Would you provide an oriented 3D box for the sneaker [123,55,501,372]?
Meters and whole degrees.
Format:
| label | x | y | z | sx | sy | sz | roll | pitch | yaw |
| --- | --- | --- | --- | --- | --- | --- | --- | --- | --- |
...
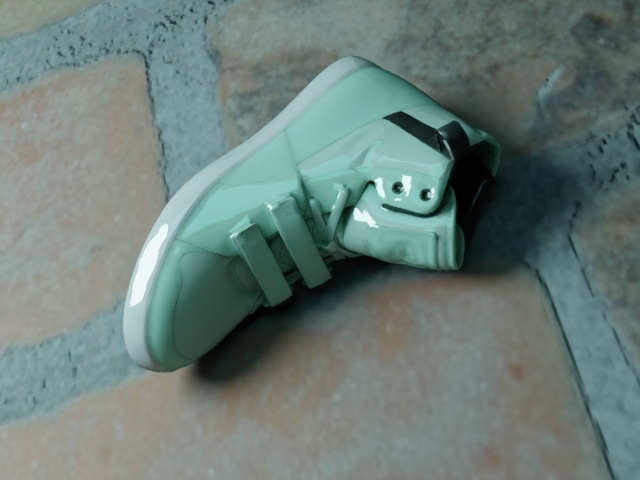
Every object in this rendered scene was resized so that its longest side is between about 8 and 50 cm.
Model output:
| label | x | y | z | sx | sy | sz | roll | pitch | yaw |
| --- | --- | --- | --- | --- | --- | --- | --- | --- | --- |
| sneaker | 0.000 | -0.001 | 0.825 | 0.151 | 0.094 | 0.256 | 30 | 70 | 37 |
